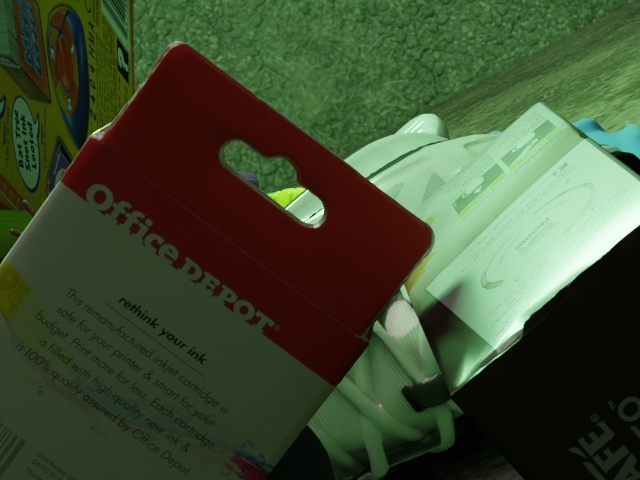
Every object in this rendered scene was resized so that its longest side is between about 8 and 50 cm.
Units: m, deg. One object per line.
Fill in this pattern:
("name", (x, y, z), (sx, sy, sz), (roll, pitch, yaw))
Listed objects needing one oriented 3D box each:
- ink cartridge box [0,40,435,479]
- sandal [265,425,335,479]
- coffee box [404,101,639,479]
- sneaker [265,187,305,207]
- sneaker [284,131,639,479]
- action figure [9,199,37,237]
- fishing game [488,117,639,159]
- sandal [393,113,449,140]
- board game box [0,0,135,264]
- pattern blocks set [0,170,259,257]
("ink cartridge box", (-0.069, 0.045, 0.782), (0.231, 0.134, 0.078), (-53, 1, 11))
("sandal", (-0.083, 0.182, 0.906), (0.254, 0.097, 0.054), (-42, 10, -19))
("coffee box", (0.113, 0.043, 0.744), (0.098, 0.141, 0.246), (-42, 10, 5))
("sneaker", (0.000, 0.000, 1.792), (0.124, 0.109, 0.295), (1, 9, -26))
("sneaker", (0.017, 0.064, 1.032), (0.447, 0.169, 0.257), (-40, 19, -32))
("action figure", (-0.163, 0.096, 1.121), (0.280, 0.139, 0.091), (-63, 11, -23))
("fishing game", (0.163, -0.034, 1.365), (0.264, 0.041, 0.189), (-3, 28, 13))
("sandal", (0.045, 0.040, 1.454), (0.169, 0.102, 0.416), (-42, 13, 26))
("board game box", (-0.355, -0.121, 1.380), (0.356, 0.356, 0.356), (-9, -27, 11))
("pattern blocks set", (-0.140, 0.037, 1.304), (0.285, 0.026, 0.325), (17, -36, -40))
